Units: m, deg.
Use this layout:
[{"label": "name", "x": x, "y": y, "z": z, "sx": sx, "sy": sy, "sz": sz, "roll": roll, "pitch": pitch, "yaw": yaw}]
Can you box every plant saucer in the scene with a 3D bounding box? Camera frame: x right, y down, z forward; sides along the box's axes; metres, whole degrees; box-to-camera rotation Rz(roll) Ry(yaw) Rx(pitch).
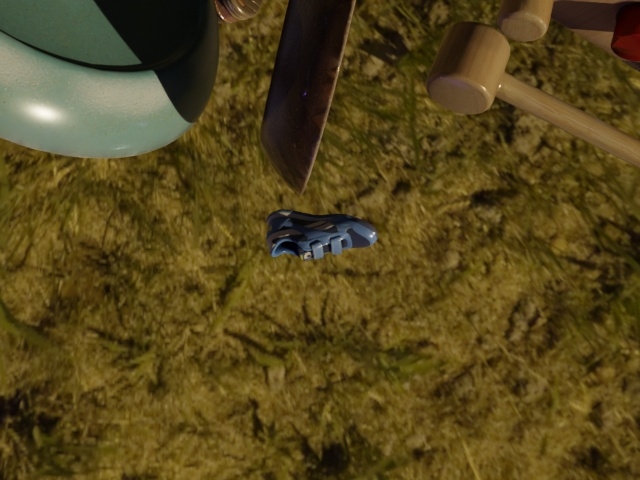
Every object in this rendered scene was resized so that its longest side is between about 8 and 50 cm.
[{"label": "plant saucer", "x": -0.007, "y": -0.127, "z": 0.584, "sx": 0.036, "sy": 0.198, "sz": 0.198, "roll": 12, "pitch": 112, "yaw": -5}, {"label": "plant saucer", "x": -0.187, "y": -0.198, "z": 0.612, "sx": 0.317, "sy": 0.317, "sz": 0.044, "roll": 37, "pitch": 129, "yaw": -22}]

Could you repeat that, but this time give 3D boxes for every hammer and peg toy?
[{"label": "hammer and peg toy", "x": 0.255, "y": -0.174, "z": 0.683, "sx": 0.266, "sy": 0.361, "sz": 0.127, "roll": 23, "pitch": 70, "yaw": -21}]

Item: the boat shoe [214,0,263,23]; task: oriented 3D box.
[{"label": "boat shoe", "x": -0.087, "y": -0.312, "z": 1.081, "sx": 0.060, "sy": 0.178, "sz": 0.064, "roll": -12, "pitch": 131, "yaw": 35}]

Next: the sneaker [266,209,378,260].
[{"label": "sneaker", "x": 0.000, "y": 0.000, "z": 1.187, "sx": 0.144, "sy": 0.059, "sz": 0.053, "roll": 3, "pitch": 147, "yaw": 8}]
